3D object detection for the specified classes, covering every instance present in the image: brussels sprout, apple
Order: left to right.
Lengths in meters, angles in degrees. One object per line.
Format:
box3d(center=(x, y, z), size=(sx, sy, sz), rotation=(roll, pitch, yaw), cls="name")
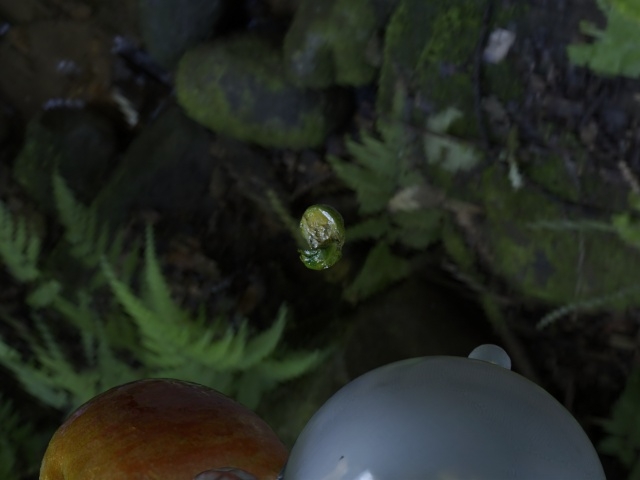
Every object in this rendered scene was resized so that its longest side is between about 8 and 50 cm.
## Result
box3d(center=(-0.174, 0.294, 1.775), size=(0.302, 0.301, 0.301), rotation=(9, 127, 12), cls="apple")
box3d(center=(0.001, 0.001, 1.742), size=(0.051, 0.083, 0.046), rotation=(30, 130, -19), cls="brussels sprout")

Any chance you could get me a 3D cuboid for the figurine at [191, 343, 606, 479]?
box3d(center=(0.057, 0.168, 0.889), size=(0.281, 0.370, 0.167), rotation=(18, 108, 6), cls="figurine")
